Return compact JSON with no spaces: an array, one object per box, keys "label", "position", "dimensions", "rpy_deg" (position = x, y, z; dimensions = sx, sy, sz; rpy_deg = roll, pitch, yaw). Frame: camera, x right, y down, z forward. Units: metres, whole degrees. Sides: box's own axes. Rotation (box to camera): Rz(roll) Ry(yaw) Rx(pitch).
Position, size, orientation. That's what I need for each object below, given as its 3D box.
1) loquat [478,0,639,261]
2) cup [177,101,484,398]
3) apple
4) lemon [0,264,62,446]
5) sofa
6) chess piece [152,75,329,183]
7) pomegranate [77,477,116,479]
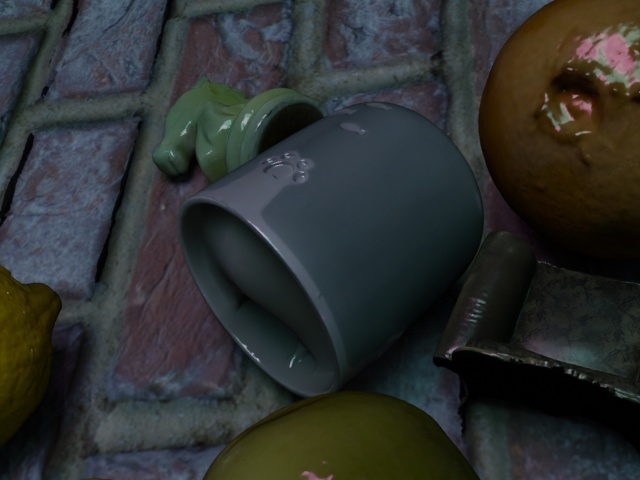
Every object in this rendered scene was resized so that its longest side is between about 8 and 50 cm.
[{"label":"loquat","position":[0.344,-0.135,0.945],"dimensions":[0.328,0.328,0.328],"rpy_deg":[-7,52,9]},{"label":"cup","position":[0.000,0.000,0.982],"dimensions":[0.274,0.259,0.357],"rpy_deg":[-36,13,-27]},{"label":"apple","position":[0.025,0.270,0.765],"dimensions":[0.258,0.233,0.295],"rpy_deg":[-34,53,-11]},{"label":"lemon","position":[-0.452,0.150,0.973],"dimensions":[0.320,0.245,0.245],"rpy_deg":[-37,53,-23]},{"label":"sofa","position":[0.273,0.095,0.871],"dimensions":[0.258,0.182,0.200],"rpy_deg":[15,57,24]},{"label":"chess piece","position":[-0.134,-0.151,1.204],"dimensions":[0.298,0.176,0.176],"rpy_deg":[21,60,43]},{"label":"pomegranate","position":[-0.226,0.351,0.777],"dimensions":[0.248,0.248,0.248],"rpy_deg":[-7,52,9]}]
